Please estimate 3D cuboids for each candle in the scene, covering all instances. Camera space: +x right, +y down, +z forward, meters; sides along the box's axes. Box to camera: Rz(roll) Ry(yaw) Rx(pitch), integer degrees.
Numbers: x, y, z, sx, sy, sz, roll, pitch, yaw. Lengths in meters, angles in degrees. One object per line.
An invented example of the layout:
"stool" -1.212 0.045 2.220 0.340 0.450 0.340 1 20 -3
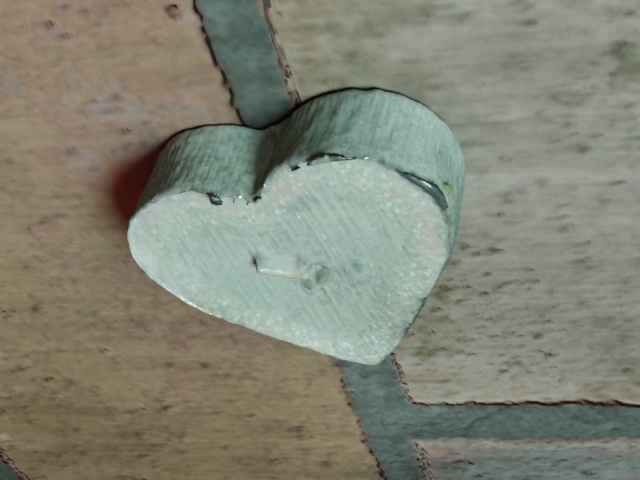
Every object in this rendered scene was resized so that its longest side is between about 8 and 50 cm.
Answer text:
"candle" 0.000 0.000 0.815 0.192 0.068 0.168 -10 135 27
